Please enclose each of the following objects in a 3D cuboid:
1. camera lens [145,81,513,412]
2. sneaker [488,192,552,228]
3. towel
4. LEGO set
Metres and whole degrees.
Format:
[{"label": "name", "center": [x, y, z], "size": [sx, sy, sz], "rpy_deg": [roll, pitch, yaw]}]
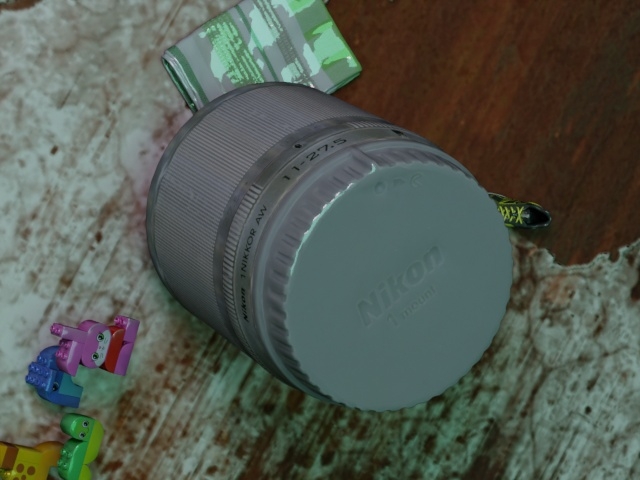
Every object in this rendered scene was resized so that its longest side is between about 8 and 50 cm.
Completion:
[{"label": "camera lens", "center": [0.000, 0.000, 1.540], "size": [0.219, 0.274, 0.219], "rpy_deg": [-9, 110, -25]}, {"label": "sneaker", "center": [0.172, -0.027, 1.742], "size": [0.083, 0.035, 0.031], "rpy_deg": [3, 92, -21]}, {"label": "towel", "center": [-0.048, -0.152, 1.657], "size": [0.152, 0.023, 0.113], "rpy_deg": [-34, 106, -15]}, {"label": "LEGO set", "center": [-0.237, 0.159, 1.571], "size": [0.093, 0.087, 0.227], "rpy_deg": [17, 88, -36]}]
